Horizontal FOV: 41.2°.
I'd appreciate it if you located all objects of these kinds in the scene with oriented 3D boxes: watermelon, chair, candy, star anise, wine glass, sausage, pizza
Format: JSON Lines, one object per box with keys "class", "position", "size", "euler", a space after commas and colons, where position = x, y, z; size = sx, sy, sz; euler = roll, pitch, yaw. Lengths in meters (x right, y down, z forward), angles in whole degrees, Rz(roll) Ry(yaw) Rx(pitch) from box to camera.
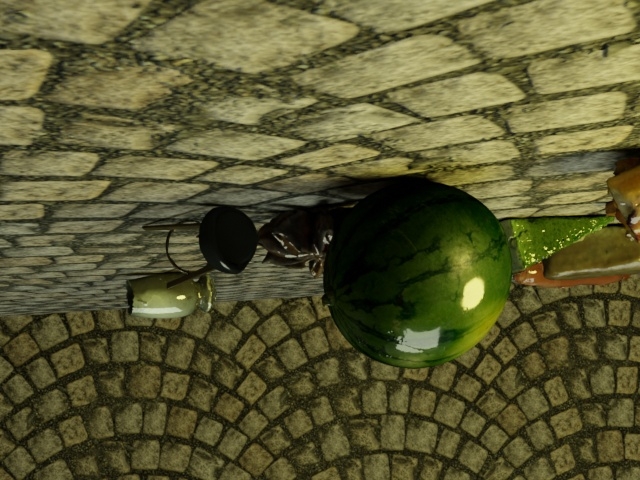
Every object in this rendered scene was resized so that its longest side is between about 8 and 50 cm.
{"class": "watermelon", "position": [0.120, 0.042, 1.078], "size": [0.242, 0.242, 0.242], "euler": [-4, 173, -1]}
{"class": "chair", "position": [-0.165, 0.003, 1.226], "size": [0.095, 0.104, 0.221], "euler": [-30, -167, -31]}
{"class": "candy", "position": [0.575, 0.023, 1.760], "size": [0.234, 0.104, 0.102], "euler": [-9, 167, 31]}
{"class": "star anise", "position": [0.000, 0.000, 1.272], "size": [0.209, 0.089, 0.231], "euler": [11, 162, -21]}
{"class": "wine glass", "position": [-0.363, 0.133, 2.050], "size": [0.204, 0.111, 0.111], "euler": [-4, 174, -24]}
{"class": "sausage", "position": [0.704, 0.084, 2.378], "size": [0.419, 0.094, 0.094], "euler": [1, 149, -33]}
{"class": "pizza", "position": [0.463, -0.064, 1.046], "size": [0.305, 0.086, 0.161], "euler": [-3, 151, -28]}

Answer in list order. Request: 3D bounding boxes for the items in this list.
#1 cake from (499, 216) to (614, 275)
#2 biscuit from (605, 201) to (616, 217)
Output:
{"class": "cake", "position": [0.423, -0.025, 1.565], "size": [0.235, 0.099, 0.100], "euler": [-24, 179, -20]}
{"class": "biscuit", "position": [0.596, -0.060, 1.392], "size": [0.236, 0.040, 0.144], "euler": [-6, 179, 31]}
